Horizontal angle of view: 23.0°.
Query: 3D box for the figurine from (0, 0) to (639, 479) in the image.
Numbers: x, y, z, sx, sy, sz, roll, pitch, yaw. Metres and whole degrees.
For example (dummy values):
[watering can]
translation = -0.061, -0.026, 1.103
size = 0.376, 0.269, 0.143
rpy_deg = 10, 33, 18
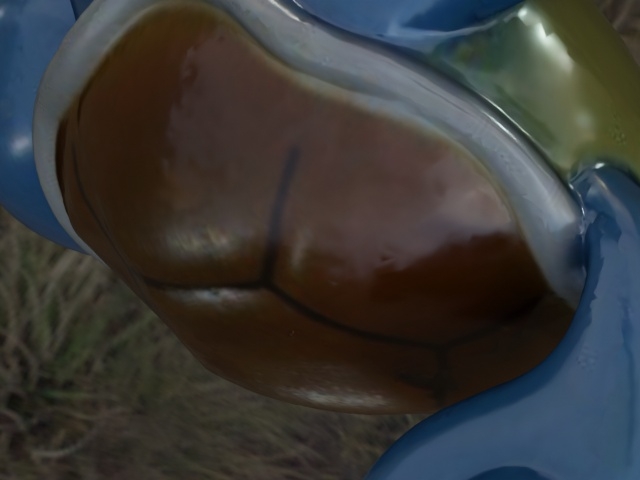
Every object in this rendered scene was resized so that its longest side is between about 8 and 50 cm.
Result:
[figurine]
translation = 0.026, -0.028, 0.536
size = 0.243, 0.298, 0.416
rpy_deg = -55, 41, 9
